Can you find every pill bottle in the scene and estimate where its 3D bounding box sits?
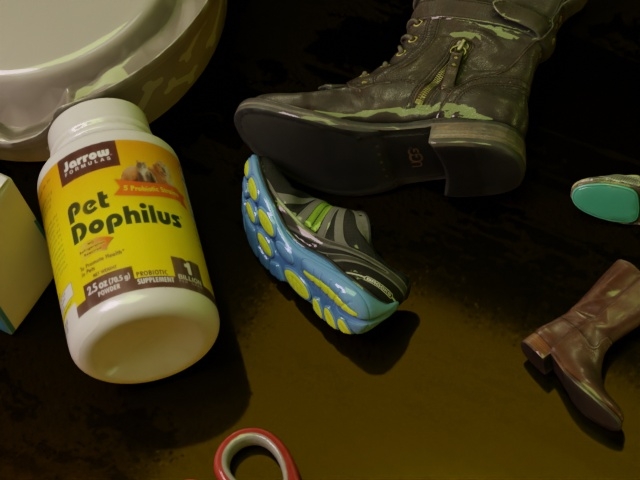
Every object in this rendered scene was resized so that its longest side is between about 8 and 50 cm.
[{"bbox_3d":[-0.155,-0.004,1.443,0.117,0.117,0.215,-18,57,0],"label":"pill bottle"}]

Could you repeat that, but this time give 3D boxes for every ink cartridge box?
[{"bbox_3d":[-0.318,-0.020,1.473,0.190,0.140,0.082,22,67,23],"label":"ink cartridge box"}]

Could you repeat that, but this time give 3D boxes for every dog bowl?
[{"bbox_3d":[-0.239,-0.220,1.604,0.348,0.102,0.349,-5,57,8],"label":"dog bowl"}]

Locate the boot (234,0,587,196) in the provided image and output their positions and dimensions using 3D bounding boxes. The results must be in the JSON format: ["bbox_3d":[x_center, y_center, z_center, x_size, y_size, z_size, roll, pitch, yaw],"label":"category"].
[{"bbox_3d":[0.078,-0.148,1.517,0.262,0.091,0.229,7,55,11],"label":"boot"}]

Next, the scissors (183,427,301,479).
[{"bbox_3d":[0.021,0.232,1.323,0.297,0.021,0.109,28,65,24],"label":"scissors"}]

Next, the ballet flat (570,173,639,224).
[{"bbox_3d":[0.253,-0.032,1.432,0.114,0.041,0.041,10,61,17],"label":"ballet flat"}]

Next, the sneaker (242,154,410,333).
[{"bbox_3d":[0.000,0.000,1.451,0.078,0.067,0.188,-24,52,-30],"label":"sneaker"}]

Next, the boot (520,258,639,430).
[{"bbox_3d":[0.223,0.074,1.370,0.114,0.037,0.106,-35,61,-16],"label":"boot"}]
